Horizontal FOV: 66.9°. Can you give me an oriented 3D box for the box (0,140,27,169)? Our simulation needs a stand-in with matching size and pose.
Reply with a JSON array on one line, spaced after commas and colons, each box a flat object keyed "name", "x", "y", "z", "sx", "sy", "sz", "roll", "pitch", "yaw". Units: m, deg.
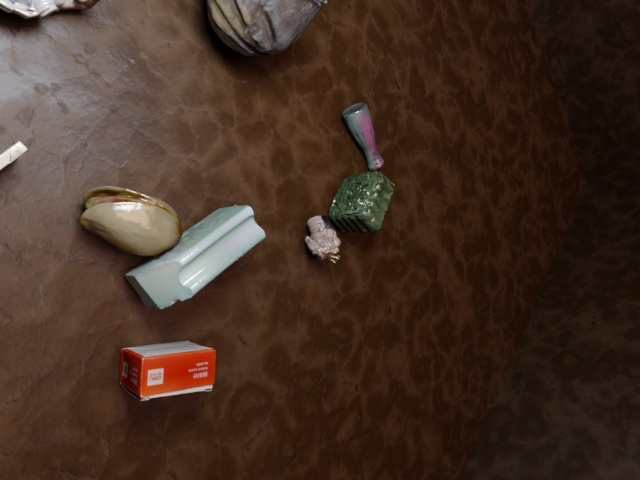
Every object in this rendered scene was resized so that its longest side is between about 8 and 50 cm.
[{"name": "box", "x": -0.619, "y": -0.118, "z": 0.884, "sx": 0.167, "sy": 0.090, "sz": 0.024, "roll": -52, "pitch": 121, "yaw": -28}]

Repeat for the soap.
[{"name": "soap", "x": -0.288, "y": 0.033, "z": 1.130, "sx": 0.289, "sy": 0.172, "sz": 0.095, "roll": -42, "pitch": 115, "yaw": -33}]

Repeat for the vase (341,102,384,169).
[{"name": "vase", "x": 0.147, "y": -0.335, "z": 1.586, "sx": 0.086, "sy": 0.086, "sz": 0.214, "roll": -46, "pitch": 124, "yaw": -32}]

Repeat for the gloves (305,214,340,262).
[{"name": "gloves", "x": 0.002, "y": -0.003, "z": 1.447, "sx": 0.110, "sy": 0.094, "sz": 0.144, "roll": 43, "pitch": 38, "yaw": -60}]

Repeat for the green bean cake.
[{"name": "green bean cake", "x": 0.122, "y": -0.120, "z": 1.498, "sx": 0.094, "sy": 0.173, "sz": 0.181, "roll": 37, "pitch": 68, "yaw": -34}]

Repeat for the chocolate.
[{"name": "chocolate", "x": -0.159, "y": -0.566, "z": 1.192, "sx": 0.303, "sy": 0.303, "sz": 0.213, "roll": 9, "pitch": 123, "yaw": -42}]

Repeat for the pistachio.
[{"name": "pistachio", "x": -0.403, "y": -0.043, "z": 1.050, "sx": 0.215, "sy": 0.144, "sz": 0.144, "roll": 23, "pitch": 75, "yaw": -40}]

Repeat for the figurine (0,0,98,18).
[{"name": "figurine", "x": -0.542, "y": -0.504, "z": 0.915, "sx": 0.236, "sy": 0.141, "sz": 0.163, "roll": -17, "pitch": 97, "yaw": -40}]

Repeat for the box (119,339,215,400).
[{"name": "box", "x": -0.347, "y": 0.293, "z": 1.105, "sx": 0.182, "sy": 0.133, "sz": 0.099, "roll": 3, "pitch": 90, "yaw": -44}]
